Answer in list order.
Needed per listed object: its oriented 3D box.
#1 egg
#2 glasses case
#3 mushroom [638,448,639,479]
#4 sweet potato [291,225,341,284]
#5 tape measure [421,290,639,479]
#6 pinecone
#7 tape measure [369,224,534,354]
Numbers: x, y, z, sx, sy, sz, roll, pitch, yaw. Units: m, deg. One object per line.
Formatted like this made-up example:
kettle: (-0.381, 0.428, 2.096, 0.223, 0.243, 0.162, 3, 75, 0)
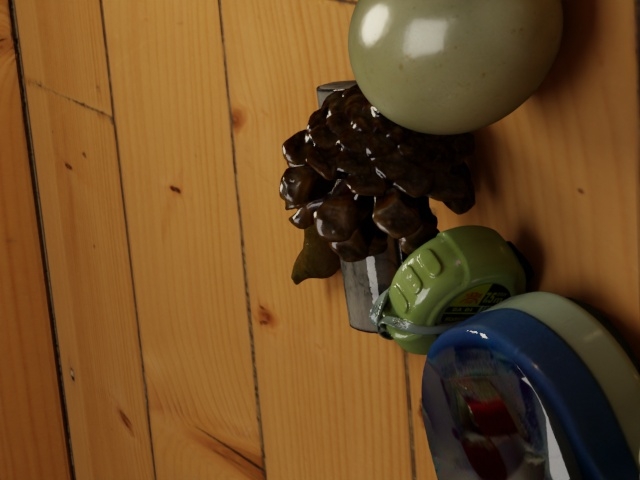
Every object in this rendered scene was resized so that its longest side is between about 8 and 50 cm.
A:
egg: (0.134, -0.201, 1.738, 0.254, 0.188, 0.188, -22, 82, 58)
glasses case: (0.050, -0.042, 2.147, 0.114, 0.060, 0.299, 13, 113, 63)
mushroom: (0.343, 0.202, 1.429, 0.164, 0.189, 0.267, -50, 49, 25)
sweet potato: (0.001, 0.001, 2.248, 0.069, 0.059, 0.249, 56, 162, 22)
tape measure: (0.220, 0.185, 1.782, 0.259, 0.138, 0.262, -17, 90, 61)
pinecone: (0.062, -0.070, 1.924, 0.202, 0.229, 0.201, 54, 140, 1)
tape measure: (0.144, 0.053, 1.872, 0.087, 0.177, 0.154, 58, 138, 35)
